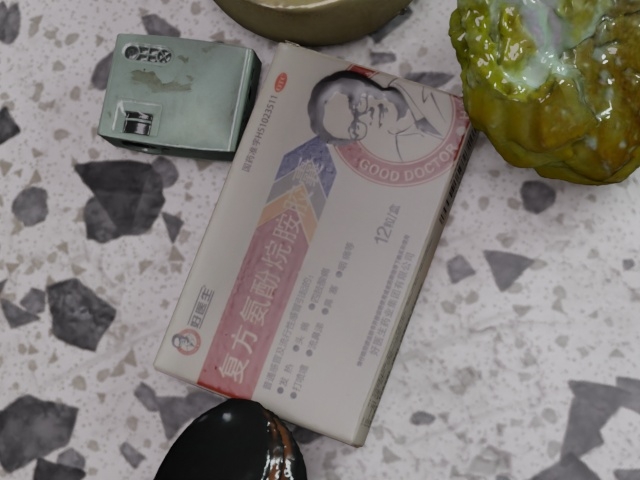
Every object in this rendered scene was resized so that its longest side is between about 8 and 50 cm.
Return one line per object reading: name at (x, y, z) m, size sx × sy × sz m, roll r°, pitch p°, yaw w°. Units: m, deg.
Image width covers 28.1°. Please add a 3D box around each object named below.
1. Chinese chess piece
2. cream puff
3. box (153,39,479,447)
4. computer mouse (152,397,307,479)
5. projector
Chinese chess piece at (-0.006, -0.329, 1.300) m, size 0.273 × 0.102 × 0.273 m, roll -3°, pitch 77°, yaw 12°
cream puff at (0.218, -0.188, 1.173) m, size 0.282 × 0.282 × 0.185 m, roll -56°, pitch 33°, yaw -3°
box at (0.000, 0.000, 1.253) m, size 0.214 × 0.069 × 0.353 m, roll 19°, pitch 81°, yaw 14°
computer mouse at (-0.106, 0.303, 1.156) m, size 0.183 × 0.116 × 0.323 m, roll -3°, pitch 77°, yaw 54°
projector at (-0.142, -0.144, 1.309) m, size 0.147 × 0.061 × 0.115 m, roll 8°, pitch 79°, yaw 12°
